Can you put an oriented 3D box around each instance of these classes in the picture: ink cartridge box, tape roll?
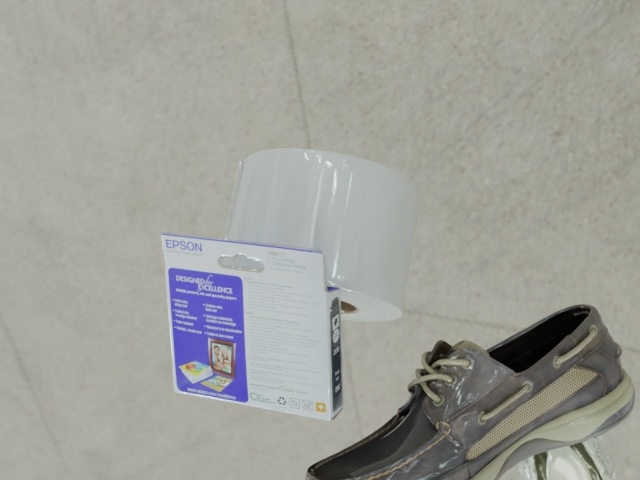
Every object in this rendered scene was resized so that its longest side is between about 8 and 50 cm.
[{"bbox_3d":[-0.077,0.091,1.152,0.206,0.045,0.208,7,113,22],"label":"ink cartridge box"},{"bbox_3d":[0.000,0.000,1.324,0.246,0.169,0.246,9,167,2],"label":"tape roll"}]

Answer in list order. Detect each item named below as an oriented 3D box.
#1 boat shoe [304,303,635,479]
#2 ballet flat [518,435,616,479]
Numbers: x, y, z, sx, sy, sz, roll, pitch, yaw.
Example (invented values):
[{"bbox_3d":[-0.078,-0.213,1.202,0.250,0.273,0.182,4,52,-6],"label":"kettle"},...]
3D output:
[{"bbox_3d":[0.135,0.155,0.964,0.132,0.355,0.130,2,109,63],"label":"boat shoe"},{"bbox_3d":[0.333,0.378,1.290,0.147,0.147,0.409,-19,94,39],"label":"ballet flat"}]
